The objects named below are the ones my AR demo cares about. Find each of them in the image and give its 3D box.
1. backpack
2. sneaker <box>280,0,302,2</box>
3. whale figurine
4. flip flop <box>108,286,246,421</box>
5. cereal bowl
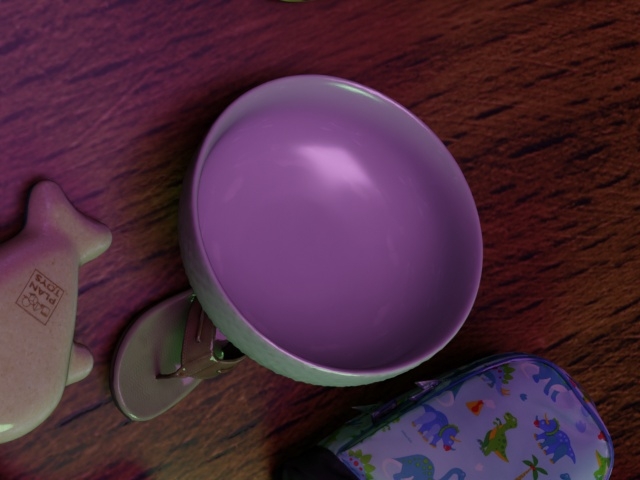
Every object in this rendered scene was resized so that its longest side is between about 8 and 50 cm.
[{"bbox_3d":[0.174,0.285,1.229,0.355,0.273,0.290,-22,68,-34],"label":"backpack"},{"bbox_3d":[0.046,-0.308,1.138,0.234,0.097,0.084,-23,109,-20],"label":"sneaker"},{"bbox_3d":[-0.322,0.072,1.036,0.216,0.141,0.272,43,57,-31],"label":"whale figurine"},{"bbox_3d":[-0.111,0.100,1.151,0.277,0.080,0.112,-30,111,-17],"label":"flip flop"},{"bbox_3d":[0.000,0.000,1.118,0.339,0.141,0.339,9,65,-21],"label":"cereal bowl"}]
